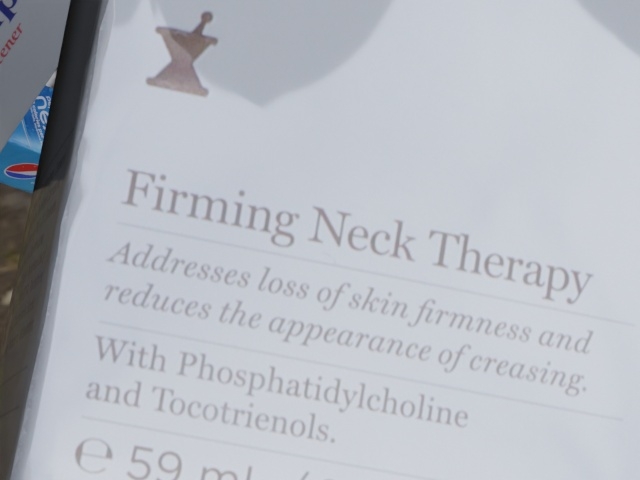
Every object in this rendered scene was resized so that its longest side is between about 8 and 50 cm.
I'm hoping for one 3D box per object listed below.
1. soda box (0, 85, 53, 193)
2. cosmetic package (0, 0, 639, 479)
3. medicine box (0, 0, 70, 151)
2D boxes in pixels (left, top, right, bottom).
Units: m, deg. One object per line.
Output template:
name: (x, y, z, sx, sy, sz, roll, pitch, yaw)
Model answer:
soda box: (-0.224, -0.080, 1.615, 0.210, 0.071, 0.067, 20, 59, -51)
cosmetic package: (0.000, 0.000, 1.100, 0.329, 0.327, 0.394, 11, 79, -11)
medicine box: (-0.312, -0.245, 1.441, 0.263, 0.289, 0.149, -56, 154, 4)
